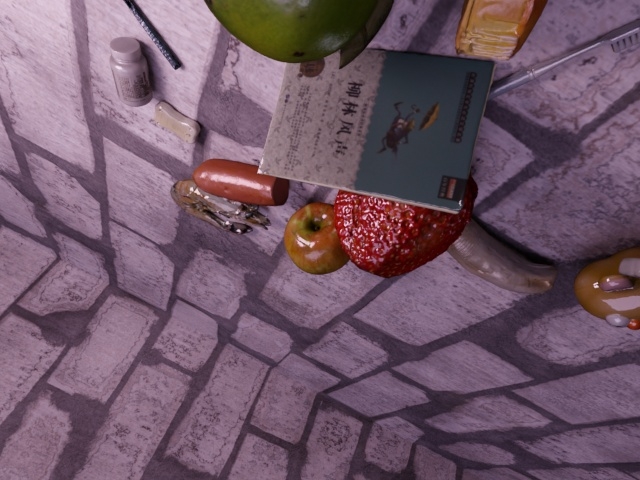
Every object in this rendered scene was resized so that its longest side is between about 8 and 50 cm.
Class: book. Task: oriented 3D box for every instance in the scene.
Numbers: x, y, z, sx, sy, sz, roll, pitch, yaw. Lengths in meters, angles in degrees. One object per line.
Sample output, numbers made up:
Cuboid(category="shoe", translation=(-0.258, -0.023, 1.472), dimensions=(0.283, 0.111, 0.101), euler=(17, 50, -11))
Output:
Cuboid(category="book", translation=(0.088, -0.211, 0.743), dimensions=(0.378, 0.265, 0.031), euler=(13, 178, 17))

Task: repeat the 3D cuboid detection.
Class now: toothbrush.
Cuboid(category="toothbrush", translation=(0.332, -0.266, 0.694), dimensions=(0.342, 0.025, 0.030), euler=(-14, 132, 41))

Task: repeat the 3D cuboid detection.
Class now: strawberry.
Cuboid(category="strawberry", translation=(0.167, -0.055, 0.842), dimensions=(0.238, 0.289, 0.250), euler=(35, 164, -28))

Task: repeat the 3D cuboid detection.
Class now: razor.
Cuboid(category="razor", translation=(-0.365, -0.451, 0.882), dimensions=(0.066, 0.033, 0.190), euler=(-34, 129, 4))

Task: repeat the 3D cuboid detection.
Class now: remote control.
Cuboid(category="remote control", translation=(-0.369, -0.303, 1.069), dimensions=(0.122, 0.032, 0.074), euler=(32, 145, -11))

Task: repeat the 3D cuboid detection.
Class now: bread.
Cuboid(category="bread", translation=(0.254, -0.341, 0.551), dimensions=(0.114, 0.132, 0.191), euler=(14, 146, 13))

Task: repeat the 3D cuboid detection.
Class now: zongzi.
Cuboid(category="zongzi", translation=(0.071, -0.344, 0.673), dimensions=(0.052, 0.113, 0.104), euler=(30, 146, -17))

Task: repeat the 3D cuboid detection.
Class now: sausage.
Cuboid(category="sausage", translation=(-0.217, -0.156, 1.100), dimensions=(0.258, 0.114, 0.114), euler=(13, 144, 16))

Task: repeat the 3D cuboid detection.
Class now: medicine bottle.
Cuboid(category="medicine bottle", translation=(-0.439, -0.388, 0.960), dimensions=(0.079, 0.079, 0.140), euler=(23, 146, 3))

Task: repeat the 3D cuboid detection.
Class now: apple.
Cuboid(category="apple", translation=(0.000, 0.000, 1.106), dimensions=(0.195, 0.196, 0.196), euler=(16, 144, 12))

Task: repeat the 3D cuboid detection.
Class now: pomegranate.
Cuboid(category="pomegranate", translation=(-0.034, -0.405, 0.539), dimensions=(0.358, 0.216, 0.310), euler=(-13, 115, 39))

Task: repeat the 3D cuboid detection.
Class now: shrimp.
Cuboid(category="shrimp", translation=(-0.303, -0.087, 1.280), dimensions=(0.359, 0.085, 0.247), euler=(16, 154, 18))

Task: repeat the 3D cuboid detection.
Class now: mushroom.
Cuboid(category="mushroom", translation=(0.394, 0.031, 0.988), dimensions=(0.351, 0.095, 0.123), euler=(27, 128, -6))

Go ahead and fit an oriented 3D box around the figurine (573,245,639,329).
Cuboid(category="figurine", translation=(0.670, 0.091, 0.826), dimensions=(0.284, 0.167, 0.343), euler=(-4, 140, 31))
